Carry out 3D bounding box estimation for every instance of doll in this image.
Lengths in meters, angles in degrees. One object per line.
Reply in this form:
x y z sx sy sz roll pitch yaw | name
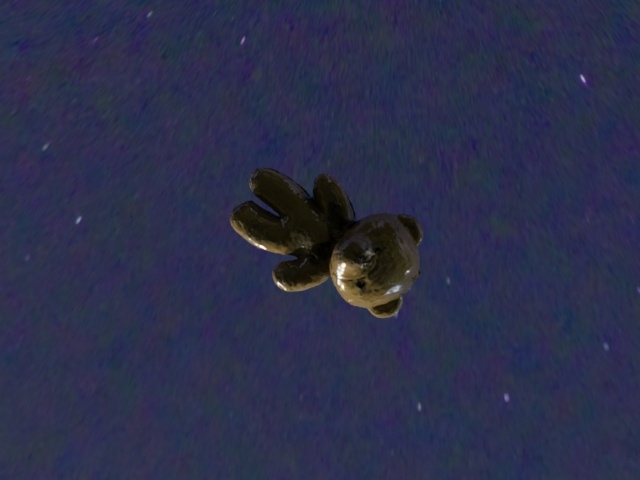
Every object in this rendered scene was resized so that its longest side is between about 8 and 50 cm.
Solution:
0.003 0.001 0.790 0.093 0.051 0.062 28 -85 35 | doll
